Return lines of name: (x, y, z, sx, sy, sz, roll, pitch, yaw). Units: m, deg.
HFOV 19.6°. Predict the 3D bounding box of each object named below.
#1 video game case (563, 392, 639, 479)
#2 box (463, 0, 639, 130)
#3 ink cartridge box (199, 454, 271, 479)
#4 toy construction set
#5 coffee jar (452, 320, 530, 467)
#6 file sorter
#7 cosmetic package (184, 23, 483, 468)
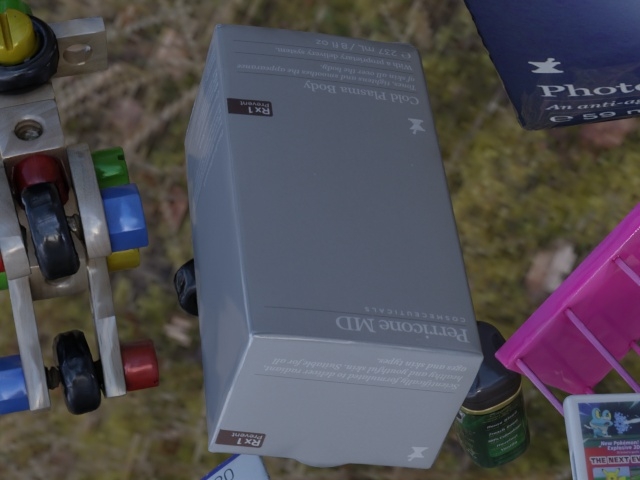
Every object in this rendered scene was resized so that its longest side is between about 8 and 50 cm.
video game case: (0.312, 0.216, 1.555, 0.023, 0.201, 0.183, 114, 153, -66)
box: (0.184, -0.177, 0.652, 0.296, 0.294, 0.182, -8, 73, 13)
ink cartridge box: (-0.111, 0.362, 1.383, 0.324, 0.071, 0.330, -38, 37, 10)
toy construction set: (-0.219, -0.015, 1.237, 0.309, 0.257, 0.237, -26, 62, 11)
coffee jar: (0.176, 0.165, 1.998, 0.079, 0.184, 0.096, -26, 58, -5)
file sorter: (0.358, 0.083, 1.760, 0.290, 0.202, 0.182, -48, 60, 11)
cosmetic package: (0.000, 0.000, 0.997, 0.238, 0.127, 0.107, -102, 23, -44)
